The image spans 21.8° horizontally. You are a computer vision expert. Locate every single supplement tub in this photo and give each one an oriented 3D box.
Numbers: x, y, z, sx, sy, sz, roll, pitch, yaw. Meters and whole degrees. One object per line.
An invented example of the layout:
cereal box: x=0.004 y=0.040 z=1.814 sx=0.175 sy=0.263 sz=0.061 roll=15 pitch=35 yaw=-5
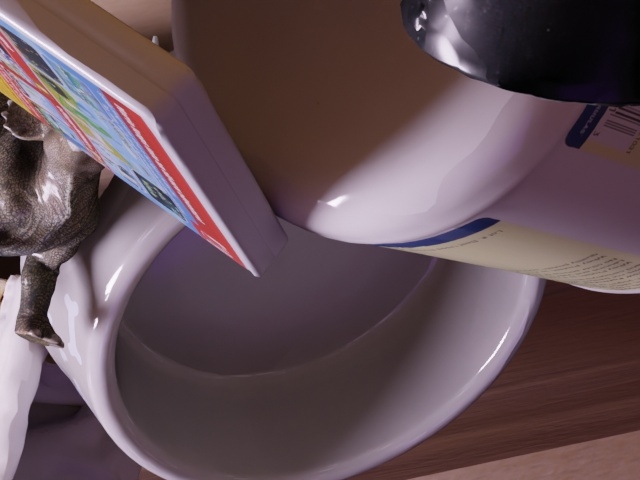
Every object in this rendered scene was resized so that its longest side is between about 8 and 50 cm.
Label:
supplement tub: x=0.114 y=-0.098 z=0.810 sx=0.235 sy=0.235 sz=0.325 roll=-23 pitch=158 yaw=35

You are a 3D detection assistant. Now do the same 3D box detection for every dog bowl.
dog bowl: x=-0.011 y=0.024 z=1.068 sx=0.349 sy=0.102 sz=0.349 roll=-14 pitch=133 yaw=-15

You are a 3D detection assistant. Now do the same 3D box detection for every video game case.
video game case: x=-0.145 y=-0.097 z=0.675 sx=0.025 sy=0.285 sz=0.204 roll=-52 pitch=164 yaw=-8

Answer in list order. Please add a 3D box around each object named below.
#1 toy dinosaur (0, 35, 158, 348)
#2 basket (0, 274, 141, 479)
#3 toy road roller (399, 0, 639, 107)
toy dinosaur: x=-0.198 y=-0.034 z=0.972 sx=0.313 sy=0.160 sz=0.121 roll=6 pitch=163 yaw=45
basket: x=-0.306 y=0.202 z=1.251 sx=0.266 sy=0.331 sz=0.328 roll=8 pitch=165 yaw=11
toy road roller: x=0.139 y=-0.186 z=0.523 sx=0.329 sy=0.240 sz=0.202 roll=-5 pitch=121 yaw=-20
